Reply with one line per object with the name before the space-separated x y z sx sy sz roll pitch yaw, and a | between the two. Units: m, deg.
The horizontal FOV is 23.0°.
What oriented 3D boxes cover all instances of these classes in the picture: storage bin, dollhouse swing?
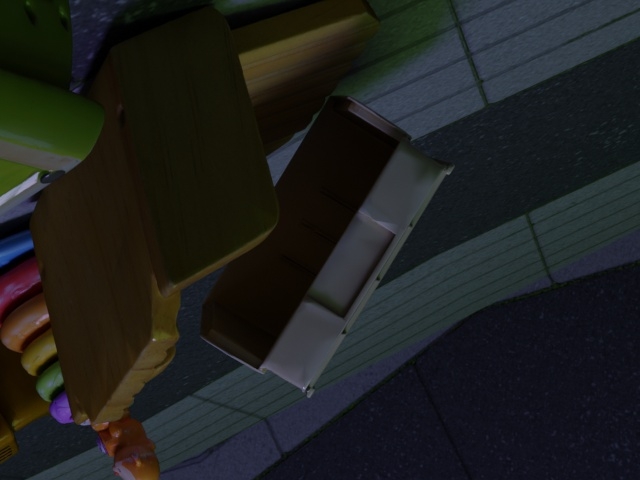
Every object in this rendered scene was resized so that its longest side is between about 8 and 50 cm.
storage bin | 0.000 0.000 1.546 0.262 0.123 0.260 -58 -175 2
dollhouse swing | -0.081 -0.029 1.484 0.305 0.315 0.347 -6 157 -26

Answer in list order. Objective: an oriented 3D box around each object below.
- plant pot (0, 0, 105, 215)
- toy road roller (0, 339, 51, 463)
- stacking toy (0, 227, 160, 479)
plant pot | -0.282 -0.108 0.981 0.227 0.207 0.228 -30 164 17
toy road roller | -0.409 0.172 1.763 0.241 0.202 0.329 -35 173 -16
stacking toy | -0.247 0.132 1.668 0.166 0.301 0.175 -21 165 -19
